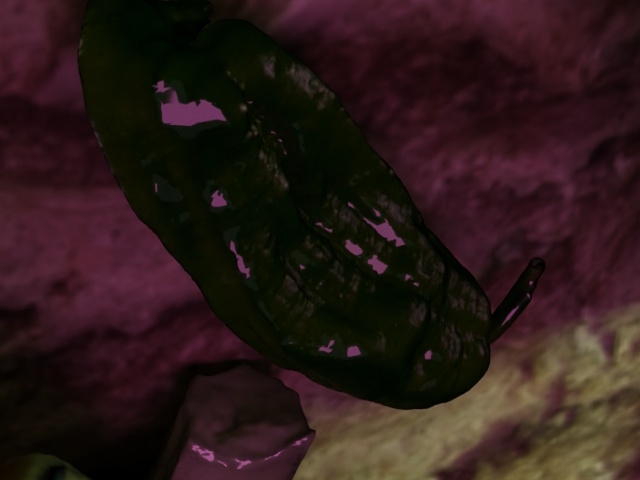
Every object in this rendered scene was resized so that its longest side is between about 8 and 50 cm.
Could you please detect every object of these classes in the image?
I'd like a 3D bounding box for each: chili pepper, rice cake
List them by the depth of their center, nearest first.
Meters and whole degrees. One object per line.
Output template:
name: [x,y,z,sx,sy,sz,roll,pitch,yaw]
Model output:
chili pepper: [-0.003,-0.004,0.693,0.257,0.074,0.100,47,60,-50]
rice cake: [-0.070,0.156,0.845,0.057,0.052,0.256,25,127,-1]

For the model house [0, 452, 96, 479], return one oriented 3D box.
model house: [-0.172,0.183,0.713,0.239,0.173,0.268,-7,156,14]
